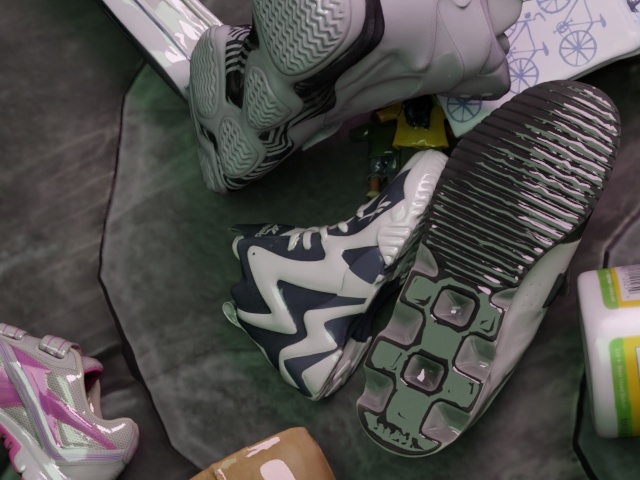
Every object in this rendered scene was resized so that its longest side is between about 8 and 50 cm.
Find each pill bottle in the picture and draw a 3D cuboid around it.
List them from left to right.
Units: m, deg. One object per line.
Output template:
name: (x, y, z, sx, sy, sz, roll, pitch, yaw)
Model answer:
pill bottle: (0.333, 0.078, 1.337, 0.246, 0.136, 0.136, -7, 77, 7)

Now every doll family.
doll family: (0.119, -0.095, 1.445, 0.193, 0.076, 0.111, 1, 73, 4)

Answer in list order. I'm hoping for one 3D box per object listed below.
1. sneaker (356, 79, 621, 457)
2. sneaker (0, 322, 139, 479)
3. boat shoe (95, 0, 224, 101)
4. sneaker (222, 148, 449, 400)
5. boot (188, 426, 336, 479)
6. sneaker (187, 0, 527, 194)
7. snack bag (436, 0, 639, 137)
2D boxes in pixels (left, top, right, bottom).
sneaker: (0.139, 0.024, 1.371, 0.122, 0.146, 0.330, 30, 89, 17)
sneaker: (-0.247, 0.122, 1.441, 0.111, 0.103, 0.252, -42, 81, -6)
boat shoe: (-0.169, -0.244, 1.517, 0.084, 0.095, 0.258, -39, 85, -6)
sneaker: (0.000, 0.000, 1.410, 0.153, 0.094, 0.235, 34, 112, 16)
boot: (-0.053, 0.314, 1.325, 0.236, 0.089, 0.269, -23, 69, -18)
sneaker: (0.027, -0.137, 1.363, 0.210, 0.366, 0.137, -4, 72, -22)
snack bag: (0.212, -0.286, 1.417, 0.342, 0.037, 0.323, -24, 66, 9)
